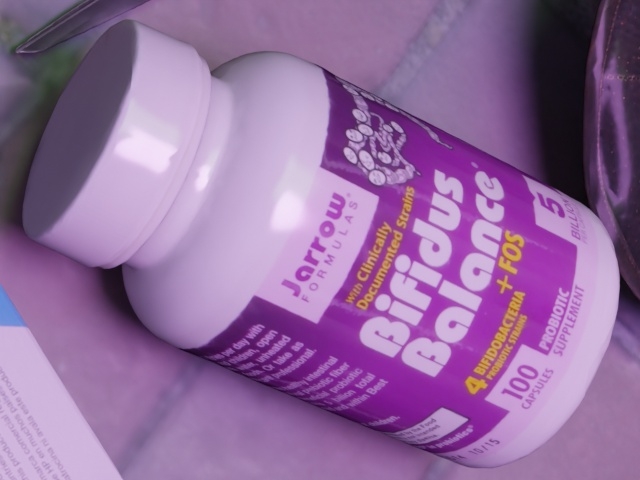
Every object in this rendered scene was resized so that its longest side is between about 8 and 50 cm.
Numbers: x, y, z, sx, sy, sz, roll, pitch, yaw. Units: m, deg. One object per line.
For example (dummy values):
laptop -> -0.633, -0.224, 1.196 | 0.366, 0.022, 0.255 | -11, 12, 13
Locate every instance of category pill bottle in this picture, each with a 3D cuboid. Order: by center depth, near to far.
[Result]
pill bottle -> 0.000, 0.000, 0.925 | 0.301, 0.169, 0.169 | 24, 64, -25

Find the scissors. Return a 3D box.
scissors -> -0.069, -0.184, 1.029 | 0.297, 0.021, 0.109 | -17, 88, -34

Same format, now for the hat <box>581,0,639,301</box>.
hat -> 0.270, -0.094, 1.146 | 0.331, 0.134, 0.331 | -2, 95, -26

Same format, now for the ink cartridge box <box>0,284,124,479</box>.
ink cartridge box -> -0.263, 0.118, 0.704 | 0.270, 0.197, 0.198 | -34, 95, -35
